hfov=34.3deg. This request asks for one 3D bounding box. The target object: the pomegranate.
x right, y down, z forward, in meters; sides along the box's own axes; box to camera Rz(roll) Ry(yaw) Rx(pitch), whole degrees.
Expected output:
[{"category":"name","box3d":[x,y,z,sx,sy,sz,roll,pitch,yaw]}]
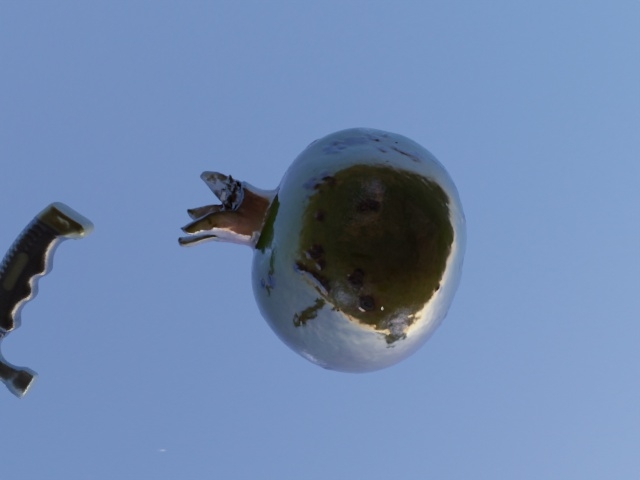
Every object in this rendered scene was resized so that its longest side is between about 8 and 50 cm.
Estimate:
[{"category":"pomegranate","box3d":[0.019,-0.015,1.216,0.323,0.291,0.291,40,-112,-7]}]

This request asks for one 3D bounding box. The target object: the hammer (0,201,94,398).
[{"category":"hammer","box3d":[-0.350,0.054,1.190,0.158,0.041,0.226,35,-79,-2]}]
